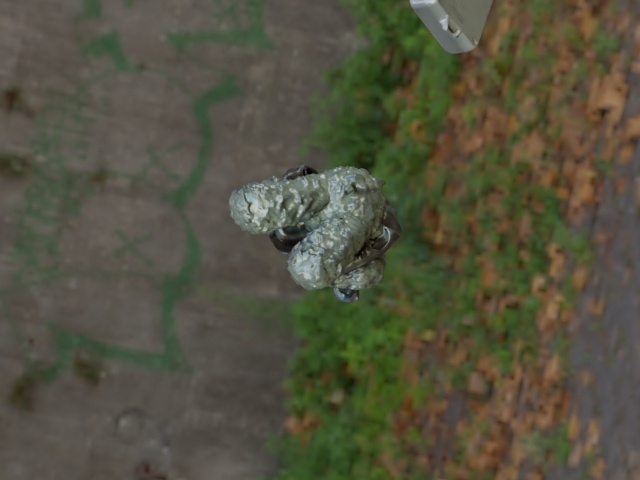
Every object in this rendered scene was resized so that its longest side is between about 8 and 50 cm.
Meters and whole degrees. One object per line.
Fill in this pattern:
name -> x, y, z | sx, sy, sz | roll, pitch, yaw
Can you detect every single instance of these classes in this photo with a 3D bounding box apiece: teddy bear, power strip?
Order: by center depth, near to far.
teddy bear -> 0.012, -0.015, 1.295 | 0.111, 0.133, 0.213 | -45, -17, 5
power strip -> 0.137, -0.263, 1.411 | 0.035, 0.081, 0.192 | -3, 55, 40
